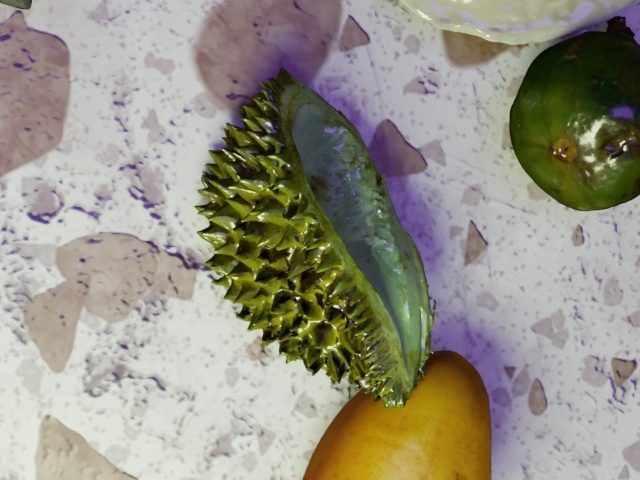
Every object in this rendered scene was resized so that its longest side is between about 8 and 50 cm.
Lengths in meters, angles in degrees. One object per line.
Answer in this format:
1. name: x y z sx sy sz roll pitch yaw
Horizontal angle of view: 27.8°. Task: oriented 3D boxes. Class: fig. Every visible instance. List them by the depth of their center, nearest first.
1. fig: 0.320 -0.155 1.451 0.195 0.195 0.245 43 56 -11

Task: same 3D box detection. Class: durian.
1. durian: -0.007 0.005 1.385 0.198 0.163 0.394 -16 74 -52

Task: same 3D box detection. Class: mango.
1. mango: 0.084 0.279 1.393 0.199 0.201 0.350 30 74 -39

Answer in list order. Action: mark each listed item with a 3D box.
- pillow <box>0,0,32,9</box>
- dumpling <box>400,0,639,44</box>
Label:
1. pillow: -0.445 -0.349 1.292 0.326 0.101 0.228 -3 88 -16
2. dumpling: 0.255 -0.380 1.405 0.315 0.233 0.395 40 91 -4
